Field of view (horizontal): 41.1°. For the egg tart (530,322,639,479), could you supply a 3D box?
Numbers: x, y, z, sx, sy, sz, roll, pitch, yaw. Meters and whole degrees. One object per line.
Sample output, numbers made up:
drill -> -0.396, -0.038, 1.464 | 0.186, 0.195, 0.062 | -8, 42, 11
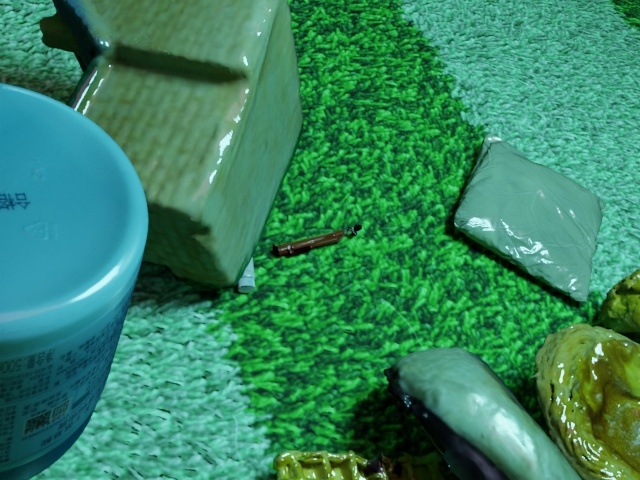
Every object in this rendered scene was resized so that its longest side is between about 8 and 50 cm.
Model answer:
egg tart -> 0.436, 0.279, 1.228 | 0.352, 0.150, 0.351 | 19, 41, -18

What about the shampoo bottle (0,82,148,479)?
shampoo bottle -> -0.374, 0.055, 0.913 | 0.331, 0.342, 0.331 | 13, 49, -15

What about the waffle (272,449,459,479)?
waffle -> 0.075, 0.356, 1.064 | 0.309, 0.065, 0.283 | 41, 46, 8

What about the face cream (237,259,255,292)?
face cream -> -0.116, 0.028, 1.280 | 0.038, 0.020, 0.115 | 0, 49, -13

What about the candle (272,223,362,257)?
candle -> 0.000, 0.001, 1.358 | 0.167, 0.021, 0.026 | -14, 39, -33

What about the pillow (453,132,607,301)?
pillow -> 0.390, -0.052, 1.549 | 0.274, 0.076, 0.280 | 31, 46, -1

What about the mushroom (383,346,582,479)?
mushroom -> 0.233, 0.268, 1.113 | 0.344, 0.130, 0.247 | 54, 12, 27

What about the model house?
model house -> -0.242, -0.159, 1.209 | 0.343, 0.334, 0.382 | 12, 61, 11

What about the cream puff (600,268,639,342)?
cream puff -> 0.562, 0.107, 1.424 | 0.189, 0.189, 0.129 | 8, 80, -19
